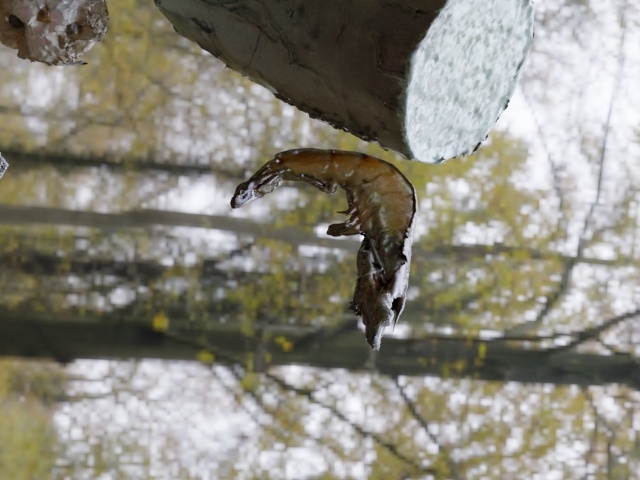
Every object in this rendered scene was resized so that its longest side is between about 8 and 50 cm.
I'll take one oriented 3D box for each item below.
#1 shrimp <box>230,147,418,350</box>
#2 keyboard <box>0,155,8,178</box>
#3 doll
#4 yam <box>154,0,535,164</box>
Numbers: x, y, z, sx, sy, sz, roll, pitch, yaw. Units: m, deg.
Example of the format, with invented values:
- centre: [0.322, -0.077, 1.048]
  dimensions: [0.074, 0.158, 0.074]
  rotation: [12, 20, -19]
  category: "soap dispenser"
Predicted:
- centre: [0.001, -0.002, 1.086]
  dimensions: [0.035, 0.147, 0.195]
  rotation: [113, -11, -47]
  category: "shrimp"
- centre: [-0.413, -0.067, 1.668]
  dimensions: [0.018, 0.060, 0.195]
  rotation: [-30, -157, 19]
  category: "keyboard"
- centre: [-0.233, -0.257, 1.225]
  dimensions: [0.115, 0.105, 0.221]
  rotation: [84, 4, -77]
  category: "doll"
- centre: [0.018, -0.225, 1.290]
  dimensions: [0.348, 0.241, 0.241]
  rotation: [36, -57, 32]
  category: "yam"
